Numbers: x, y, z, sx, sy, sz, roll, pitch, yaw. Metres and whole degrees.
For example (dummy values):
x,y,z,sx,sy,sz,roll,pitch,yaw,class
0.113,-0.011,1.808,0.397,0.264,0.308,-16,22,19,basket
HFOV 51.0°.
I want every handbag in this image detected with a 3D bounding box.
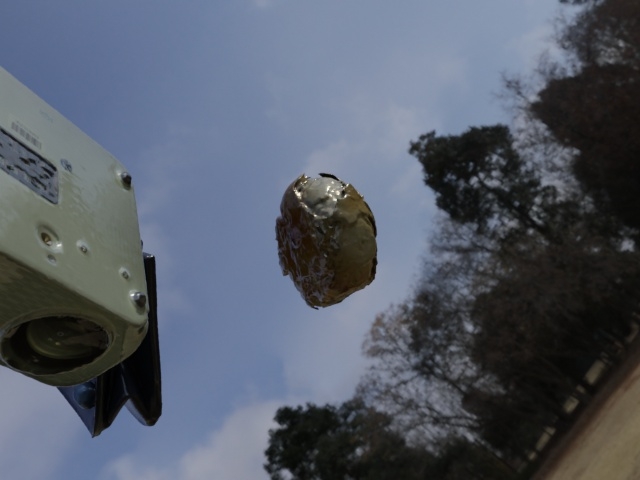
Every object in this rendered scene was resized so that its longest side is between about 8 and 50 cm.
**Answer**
x,y,z,sx,sy,sz,roll,pitch,yaw,class
-0.314,0.089,0.905,0.118,0.325,0.269,-2,-83,-34,handbag

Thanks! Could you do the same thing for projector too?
x,y,z,sx,sy,sz,roll,pitch,yaw,class
-0.247,-0.027,0.509,0.108,0.198,0.250,-29,-41,12,projector

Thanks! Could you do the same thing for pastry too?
x,y,z,sx,sy,sz,roll,pitch,yaw,class
0.004,0.001,0.753,0.081,0.153,0.153,-18,-40,-27,pastry
